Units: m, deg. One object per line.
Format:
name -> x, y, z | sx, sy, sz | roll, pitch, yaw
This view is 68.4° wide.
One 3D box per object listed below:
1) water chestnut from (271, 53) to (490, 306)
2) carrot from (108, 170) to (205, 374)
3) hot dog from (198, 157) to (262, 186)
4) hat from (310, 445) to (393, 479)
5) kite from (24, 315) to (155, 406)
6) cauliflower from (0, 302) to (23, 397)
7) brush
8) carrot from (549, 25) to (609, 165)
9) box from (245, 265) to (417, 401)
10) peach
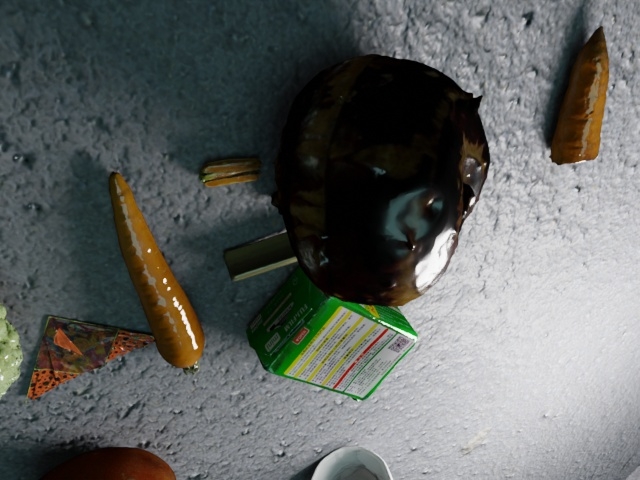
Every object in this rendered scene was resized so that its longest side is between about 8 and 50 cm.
water chestnut -> 0.051, -0.072, 0.570 | 0.300, 0.300, 0.300 | -11, 125, -17
carrot -> -0.219, 0.064, 0.633 | 0.069, 0.069, 0.336 | -19, 123, -12
hot dog -> -0.116, -0.089, 0.605 | 0.083, 0.021, 0.037 | -8, 134, -20
hat -> 0.079, 0.563, 1.034 | 0.203, 0.203, 0.126 | -33, 147, -1
kite -> -0.346, 0.148, 0.664 | 0.222, 0.008, 0.125 | -24, 127, -8
cauliflower -> -0.493, 0.146, 0.478 | 0.275, 0.272, 0.250 | 38, 132, -23
brush -> 0.000, 0.000, 0.695 | 0.282, 0.054, 0.048 | -18, 145, -12
carrot -> 0.406, -0.218, 0.723 | 0.072, 0.072, 0.205 | -16, 124, -14
box -> 0.025, 0.158, 0.777 | 0.250, 0.103, 0.180 | 30, 105, -37
peach -> -0.339, 0.446, 0.725 | 0.252, 0.252, 0.252 | -11, 125, -17
